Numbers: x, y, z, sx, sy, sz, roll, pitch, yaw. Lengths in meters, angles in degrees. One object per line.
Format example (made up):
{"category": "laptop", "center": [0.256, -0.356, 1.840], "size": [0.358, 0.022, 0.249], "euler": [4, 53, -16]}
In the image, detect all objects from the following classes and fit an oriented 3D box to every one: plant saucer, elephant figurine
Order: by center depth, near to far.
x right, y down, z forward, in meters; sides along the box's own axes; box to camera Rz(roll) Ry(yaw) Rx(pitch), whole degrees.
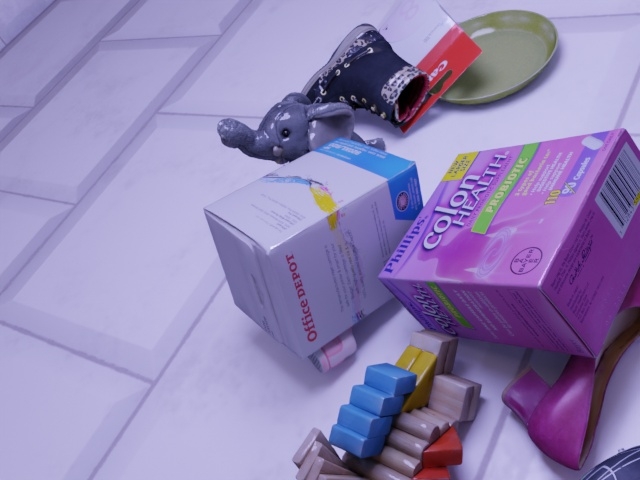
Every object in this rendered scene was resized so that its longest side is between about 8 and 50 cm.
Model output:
{"category": "elephant figurine", "center": [-0.021, -0.156, 1.059], "size": [0.169, 0.239, 0.186], "euler": [-10, 46, 22]}
{"category": "plant saucer", "center": [0.285, -0.308, 1.182], "size": [0.241, 0.037, 0.241], "euler": [-16, 45, 16]}

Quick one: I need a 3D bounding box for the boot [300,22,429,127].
{"category": "boot", "center": [0.062, -0.234, 1.173], "size": [0.236, 0.085, 0.178], "euler": [-53, 52, 15]}

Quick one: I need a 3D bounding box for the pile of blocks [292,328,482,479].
{"category": "pile of blocks", "center": [0.067, 0.236, 0.704], "size": [0.112, 0.149, 0.362], "euler": [14, 58, 38]}

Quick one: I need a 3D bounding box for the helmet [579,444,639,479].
{"category": "helmet", "center": [0.271, 0.256, 0.558], "size": [0.169, 0.161, 0.169], "euler": [-16, 44, 16]}

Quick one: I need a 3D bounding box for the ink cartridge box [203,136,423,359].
{"category": "ink cartridge box", "center": [0.000, 0.000, 0.905], "size": [0.232, 0.171, 0.168], "euler": [-31, 35, -24]}

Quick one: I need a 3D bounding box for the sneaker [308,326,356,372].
{"category": "sneaker", "center": [0.002, 0.121, 0.929], "size": [0.070, 0.051, 0.134], "euler": [-27, 34, -15]}

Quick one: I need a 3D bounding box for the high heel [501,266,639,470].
{"category": "high heel", "center": [0.308, 0.124, 0.716], "size": [0.244, 0.082, 0.117], "euler": [-39, 35, -3]}

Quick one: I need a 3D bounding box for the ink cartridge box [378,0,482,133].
{"category": "ink cartridge box", "center": [0.156, -0.320, 1.193], "size": [0.189, 0.066, 0.232], "euler": [-46, 31, 21]}

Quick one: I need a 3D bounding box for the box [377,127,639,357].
{"category": "box", "center": [0.225, 0.000, 0.787], "size": [0.213, 0.117, 0.243], "euler": [-54, 26, -21]}
